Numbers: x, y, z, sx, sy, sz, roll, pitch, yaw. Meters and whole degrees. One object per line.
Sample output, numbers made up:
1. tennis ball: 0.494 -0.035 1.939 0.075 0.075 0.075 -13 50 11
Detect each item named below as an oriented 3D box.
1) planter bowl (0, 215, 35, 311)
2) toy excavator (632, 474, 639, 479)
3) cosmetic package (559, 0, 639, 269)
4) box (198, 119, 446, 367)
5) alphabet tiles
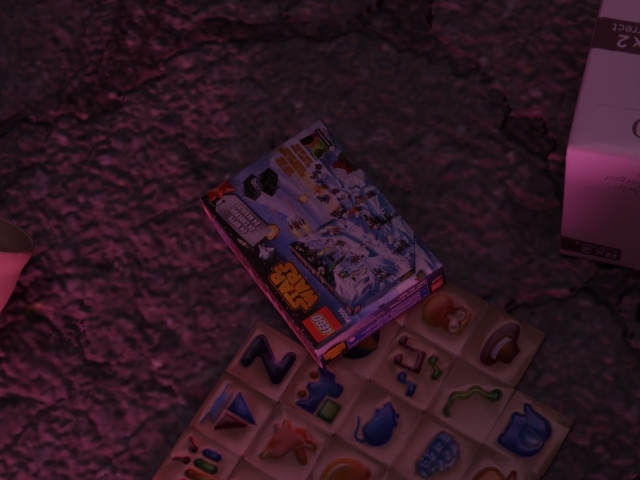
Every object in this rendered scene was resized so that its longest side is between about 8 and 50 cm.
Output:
1. planter bowl: -0.265 0.026 0.920 0.162 0.162 0.109 23 97 16
2. toy excavator: 0.128 0.202 0.625 0.433 0.445 0.222 -36 67 -10
3. cosmetic package: 0.232 -0.085 0.902 0.151 0.151 0.184 11 68 12
4. box: 0.000 0.000 0.952 0.094 0.027 0.137 -33 60 -9
5. alphabet tiles: 0.024 0.125 0.912 0.198 0.009 0.237 28 72 17
